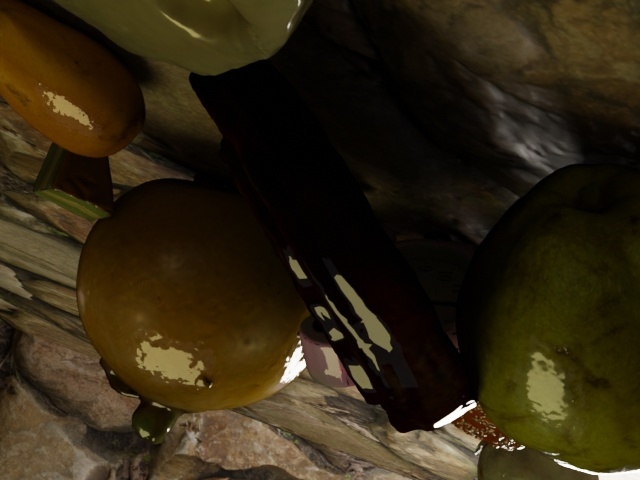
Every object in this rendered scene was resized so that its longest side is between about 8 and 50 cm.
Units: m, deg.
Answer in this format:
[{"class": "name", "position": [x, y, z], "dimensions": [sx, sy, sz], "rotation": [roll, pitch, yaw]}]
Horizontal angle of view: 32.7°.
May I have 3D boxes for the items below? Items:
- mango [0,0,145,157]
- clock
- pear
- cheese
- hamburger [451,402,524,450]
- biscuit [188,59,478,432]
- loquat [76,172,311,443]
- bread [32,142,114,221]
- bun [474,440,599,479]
[{"class": "mango", "position": [-0.286, -0.179, 1.171], "dimensions": [0.219, 0.112, 0.145], "rotation": [43, 156, -21]}, {"class": "clock", "position": [0.117, 0.080, 1.253], "dimensions": [0.248, 0.227, 0.090], "rotation": [4, 130, 17]}, {"class": "pear", "position": [0.253, 0.077, 0.998], "dimensions": [0.269, 0.269, 0.321], "rotation": [11, 137, 31]}, {"class": "cheese", "position": [-0.139, -0.242, 0.790], "dimensions": [0.318, 0.115, 0.326], "rotation": [21, 162, 4]}, {"class": "hamburger", "position": [0.248, 0.216, 1.606], "dimensions": [0.237, 0.147, 0.237], "rotation": [22, 160, 8]}, {"class": "biscuit", "position": [0.000, 0.000, 1.006], "dimensions": [0.407, 0.091, 0.407], "rotation": [58, 179, 1]}, {"class": "loquat", "position": [-0.159, 0.088, 1.387], "dimensions": [0.329, 0.359, 0.328], "rotation": [22, 178, 1]}, {"class": "bread", "position": [-0.279, -0.104, 1.325], "dimensions": [0.084, 0.139, 0.074], "rotation": [28, 159, -30]}, {"class": "bun", "position": [0.400, 0.414, 2.009], "dimensions": [0.239, 0.141, 0.239], "rotation": [14, 162, 5]}]
